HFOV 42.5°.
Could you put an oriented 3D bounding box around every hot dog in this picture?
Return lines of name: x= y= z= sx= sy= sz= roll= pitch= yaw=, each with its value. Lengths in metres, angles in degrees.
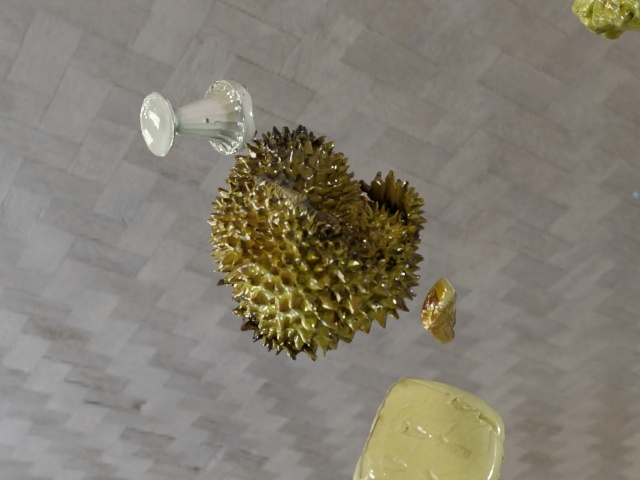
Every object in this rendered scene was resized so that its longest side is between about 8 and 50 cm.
hot dog: x=0.126 y=0.081 z=0.895 sx=0.034 sy=0.030 sz=0.090 roll=-19 pitch=136 yaw=-14

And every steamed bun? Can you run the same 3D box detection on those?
steamed bun: x=0.182 y=0.378 z=1.373 sx=0.231 sy=0.273 sz=0.166 roll=14 pitch=141 yaw=16

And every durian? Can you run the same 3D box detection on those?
durian: x=-0.011 y=-0.002 z=0.952 sx=0.258 sy=0.293 sz=0.258 roll=0 pitch=124 yaw=0

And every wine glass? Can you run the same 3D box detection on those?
wine glass: x=-0.251 y=-0.243 z=1.685 sx=0.196 sy=0.165 sz=0.165 roll=-16 pitch=151 yaw=-40

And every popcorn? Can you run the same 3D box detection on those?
popcorn: x=0.338 y=-0.279 z=0.872 sx=0.145 sy=0.126 sz=0.125 roll=-36 pitch=163 yaw=19
